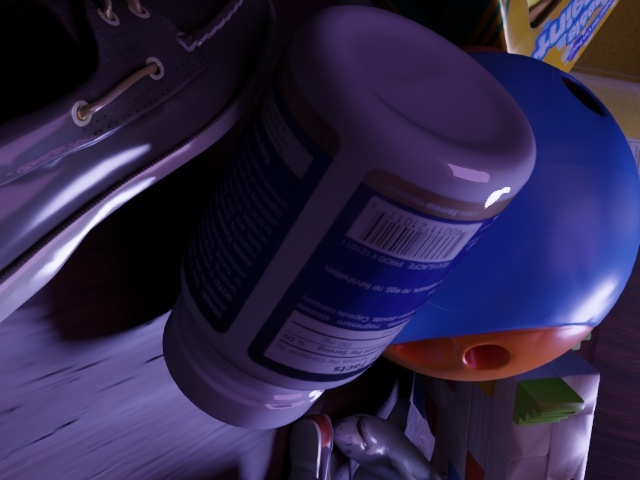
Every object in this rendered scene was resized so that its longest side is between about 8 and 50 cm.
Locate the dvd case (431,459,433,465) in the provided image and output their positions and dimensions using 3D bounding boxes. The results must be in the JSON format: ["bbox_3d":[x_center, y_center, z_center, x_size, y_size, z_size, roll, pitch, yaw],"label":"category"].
[{"bbox_3d":[0.240,0.376,1.366,0.164,0.018,0.221,-67,151,-18],"label":"dvd case"}]

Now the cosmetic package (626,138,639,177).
[{"bbox_3d":[0.471,-0.155,1.264,0.113,0.309,0.160,-58,149,-32],"label":"cosmetic package"}]

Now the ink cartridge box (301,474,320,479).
[{"bbox_3d":[-0.032,0.400,0.702,0.211,0.122,0.289,-28,127,-39],"label":"ink cartridge box"}]

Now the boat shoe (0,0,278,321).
[{"bbox_3d":[-0.122,-0.075,0.380,0.305,0.109,0.091,-52,149,-34],"label":"boat shoe"}]

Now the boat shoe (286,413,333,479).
[{"bbox_3d":[-0.013,0.246,0.797,0.043,0.049,0.137,3,94,-65],"label":"boat shoe"}]

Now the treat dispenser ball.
[{"bbox_3d":[0.127,-0.022,0.680,0.288,0.288,0.288,-35,131,-53],"label":"treat dispenser ball"}]

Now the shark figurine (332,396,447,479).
[{"bbox_3d":[0.096,0.310,0.937,0.278,0.116,0.166,54,24,-3],"label":"shark figurine"}]

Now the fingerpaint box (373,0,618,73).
[{"bbox_3d":[0.226,-0.391,0.743,0.445,0.163,0.371,-52,147,-15],"label":"fingerpaint box"}]

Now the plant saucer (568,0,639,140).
[{"bbox_3d":[0.404,-0.312,1.029,0.081,0.333,0.332,33,71,-78],"label":"plant saucer"}]

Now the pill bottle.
[{"bbox_3d":[0.000,0.000,0.496,0.153,0.153,0.264,-37,165,-52],"label":"pill bottle"}]

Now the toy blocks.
[{"bbox_3d":[0.208,0.216,0.967,0.381,0.191,0.260,-124,-147,-67],"label":"toy blocks"}]
